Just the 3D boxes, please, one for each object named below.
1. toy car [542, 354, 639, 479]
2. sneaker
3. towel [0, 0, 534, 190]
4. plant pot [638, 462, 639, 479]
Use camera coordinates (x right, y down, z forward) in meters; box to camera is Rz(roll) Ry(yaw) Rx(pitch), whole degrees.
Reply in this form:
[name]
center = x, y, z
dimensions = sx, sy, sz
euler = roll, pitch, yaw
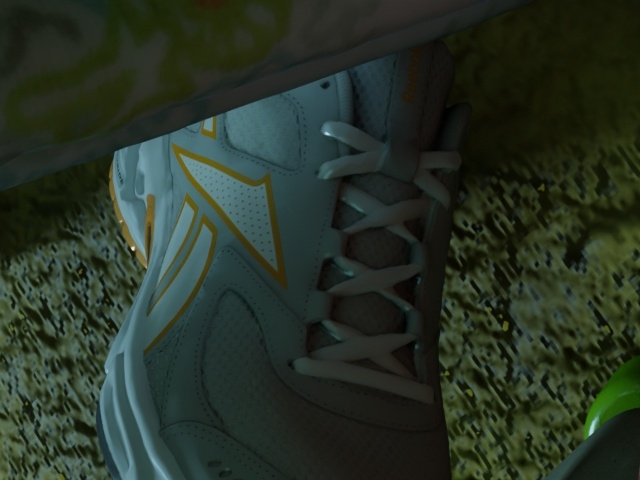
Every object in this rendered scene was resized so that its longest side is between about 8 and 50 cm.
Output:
[toy car]
center = 0.118, 0.154, 0.569
dimensions = 0.188, 0.155, 0.149
euler = 41, 123, 4
[sneaker]
center = 0.000, 0.000, 0.566
dimensions = 0.121, 0.099, 0.262
euler = -53, 30, 25
[towel]
center = -0.084, -0.181, 0.481
dimensions = 0.090, 0.374, 0.321
euler = -21, 91, 59
[plant pot]
center = 0.193, -0.025, 0.403
dimensions = 0.275, 0.275, 0.243
euler = -2, 91, 35
